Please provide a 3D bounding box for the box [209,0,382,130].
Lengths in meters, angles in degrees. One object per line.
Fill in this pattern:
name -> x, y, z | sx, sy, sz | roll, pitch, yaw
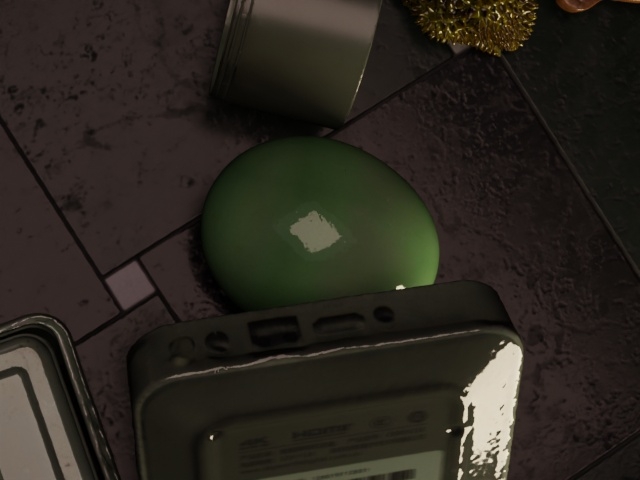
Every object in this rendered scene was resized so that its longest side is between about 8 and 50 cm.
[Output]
box -> -0.025, -0.249, 1.737 | 0.149, 0.226, 0.226 | 14, 84, -7

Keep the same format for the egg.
egg -> 0.000, 0.000, 1.727 | 0.269, 0.220, 0.220 | 23, 83, -17

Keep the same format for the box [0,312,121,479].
box -> -0.313, 0.241, 1.682 | 0.175, 0.182, 0.312 | -19, 90, -9

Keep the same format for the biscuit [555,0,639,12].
biscuit -> 0.433, -0.333, 1.901 | 0.323, 0.049, 0.206 | 8, 86, -7

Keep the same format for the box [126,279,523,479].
box -> 0.004, 0.223, 1.647 | 0.395, 0.397, 0.111 | -9, 45, -9

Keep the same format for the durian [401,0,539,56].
durian -> 0.161, -0.302, 1.835 | 0.208, 0.102, 0.147 | 9, 90, -4
